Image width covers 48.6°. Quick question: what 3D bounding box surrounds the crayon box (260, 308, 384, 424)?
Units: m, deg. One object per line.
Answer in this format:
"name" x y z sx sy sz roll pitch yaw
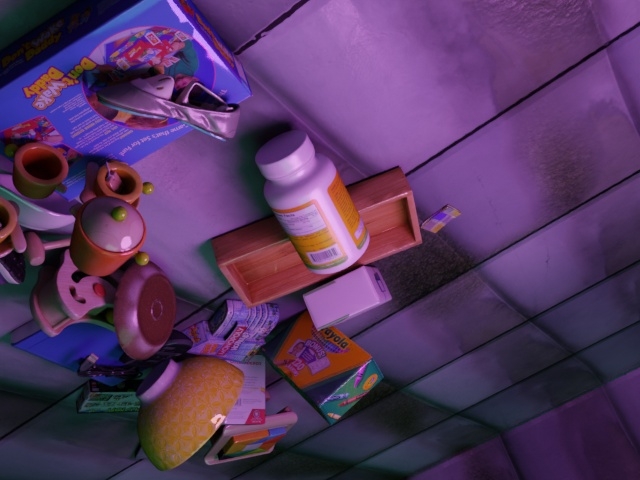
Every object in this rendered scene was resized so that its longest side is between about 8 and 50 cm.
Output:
"crayon box" -0.001 0.289 1.669 0.165 0.278 0.081 -39 126 -15

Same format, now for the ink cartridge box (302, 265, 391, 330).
"ink cartridge box" 0.066 0.130 1.620 0.154 0.093 0.212 -26 170 11

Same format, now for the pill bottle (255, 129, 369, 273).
"pill bottle" -0.018 -0.070 1.276 0.136 0.136 0.246 -25 122 7

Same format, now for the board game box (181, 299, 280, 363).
"board game box" -0.222 0.222 1.700 0.194 0.060 0.194 8 137 -36

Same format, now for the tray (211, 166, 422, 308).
"tray" 0.000 0.000 1.490 0.410 0.076 0.203 -20 147 2

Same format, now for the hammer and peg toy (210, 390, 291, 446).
"hammer and peg toy" -0.265 0.481 1.985 0.266 0.127 0.361 -40 144 27

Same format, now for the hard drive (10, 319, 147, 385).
"hard drive" -0.492 0.229 1.588 0.210 0.040 0.319 -28 145 11

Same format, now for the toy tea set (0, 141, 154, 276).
"toy tea set" -0.377 -0.070 0.950 0.335 0.200 0.124 11 144 -30

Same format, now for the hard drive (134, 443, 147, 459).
"hard drive" -0.504 0.623 2.154 0.094 0.022 0.135 2 140 -29

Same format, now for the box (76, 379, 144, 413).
"box" -0.510 0.403 1.828 0.206 0.036 0.114 8 138 -35

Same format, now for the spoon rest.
"spoon rest" -0.474 -0.063 1.059 0.276 0.137 0.084 -10 129 -61

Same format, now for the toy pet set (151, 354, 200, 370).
"toy pet set" -0.371 0.324 1.763 0.114 0.065 0.122 -32 144 17

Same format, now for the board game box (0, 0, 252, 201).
"board game box" -0.308 -0.217 1.022 0.347 0.078 0.233 -27 146 11

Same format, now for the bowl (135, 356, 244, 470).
"bowl" -0.331 0.364 1.639 0.289 0.289 0.156 -38 105 25

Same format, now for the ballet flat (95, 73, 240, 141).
"ballet flat" -0.205 -0.196 0.987 0.213 0.072 0.068 12 108 -40

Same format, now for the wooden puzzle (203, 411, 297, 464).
"wooden puzzle" -0.195 0.563 1.985 0.220 0.044 0.239 -3 144 -28

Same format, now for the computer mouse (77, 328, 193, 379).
"computer mouse" -0.416 0.240 1.558 0.262 0.060 0.184 -31 150 35

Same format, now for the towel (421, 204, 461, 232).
"towel" 0.275 -0.047 1.618 0.083 0.009 0.060 -39 141 27

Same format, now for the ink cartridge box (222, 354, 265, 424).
"ink cartridge box" -0.211 0.384 1.824 0.127 0.175 0.072 12 159 -38

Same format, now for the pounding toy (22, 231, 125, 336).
"pounding toy" -0.431 0.087 1.319 0.154 0.154 0.269 -33 145 19

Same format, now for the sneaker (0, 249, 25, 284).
"sneaker" -0.593 -0.004 1.160 0.124 0.107 0.283 -9 145 -6

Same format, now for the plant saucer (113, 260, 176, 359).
"plant saucer" -0.336 0.137 1.402 0.036 0.199 0.199 0 151 20
